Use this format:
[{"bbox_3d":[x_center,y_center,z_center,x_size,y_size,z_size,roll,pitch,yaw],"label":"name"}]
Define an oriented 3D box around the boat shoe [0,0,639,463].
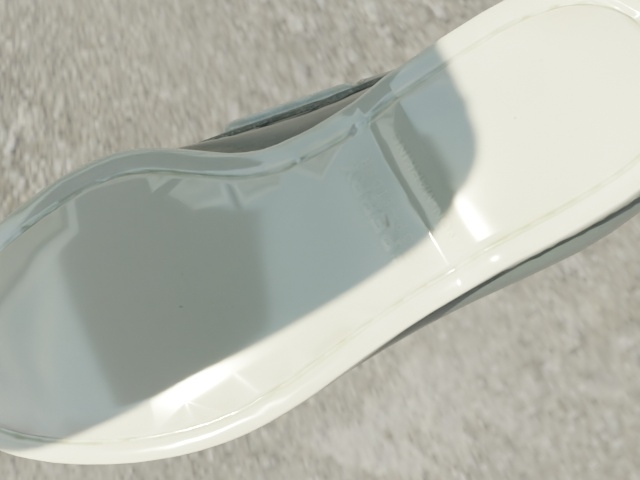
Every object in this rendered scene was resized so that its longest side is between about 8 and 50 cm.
[{"bbox_3d":[0.000,0.000,0.725,0.319,0.099,0.116,-25,83,18],"label":"boat shoe"}]
